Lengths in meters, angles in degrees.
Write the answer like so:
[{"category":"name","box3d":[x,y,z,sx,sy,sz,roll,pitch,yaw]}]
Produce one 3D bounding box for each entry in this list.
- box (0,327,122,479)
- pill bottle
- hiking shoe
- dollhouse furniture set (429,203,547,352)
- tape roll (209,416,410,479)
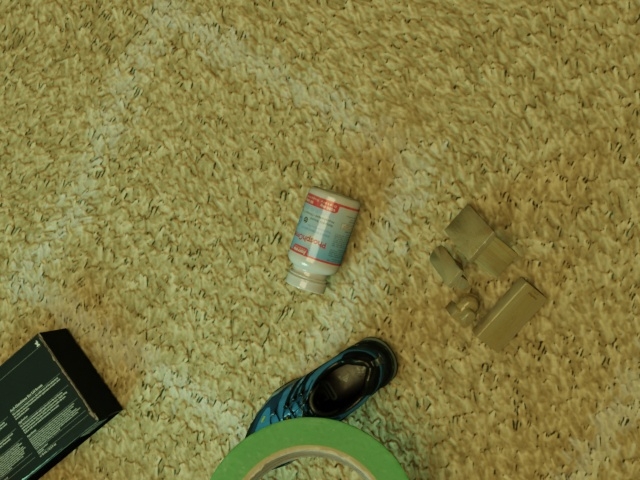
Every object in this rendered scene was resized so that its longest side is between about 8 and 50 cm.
[{"category":"box","box3d":[-0.504,0.303,1.774,0.261,0.103,0.184,-39,83,13]},{"category":"pill bottle","box3d":[0.000,0.000,1.641,0.087,0.087,0.160,20,95,15]},{"category":"hiking shoe","box3d":[-0.018,0.259,1.622,0.304,0.132,0.113,-43,79,11]},{"category":"dollhouse furniture set","box3d":[0.253,0.058,1.602,0.151,0.123,0.144,36,101,-23]},{"category":"tape roll","box3d":[-0.015,0.420,1.478,0.321,0.077,0.321,-1,71,2]}]
